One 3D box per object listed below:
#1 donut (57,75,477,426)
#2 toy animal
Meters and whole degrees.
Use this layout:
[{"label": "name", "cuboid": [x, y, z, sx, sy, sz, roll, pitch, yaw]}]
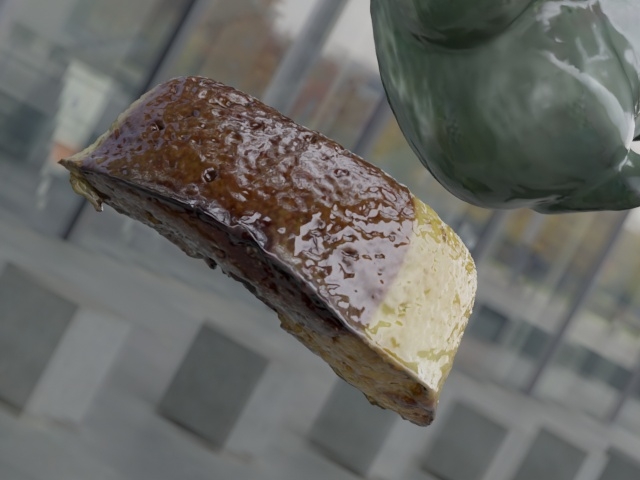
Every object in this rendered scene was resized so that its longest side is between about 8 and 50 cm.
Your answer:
[{"label": "donut", "cuboid": [0.000, 0.000, 1.198, 0.295, 0.112, 0.151, 35, -14, -23]}, {"label": "toy animal", "cuboid": [0.046, -0.129, 0.648, 0.251, 0.127, 0.125, 62, 20, -14]}]
